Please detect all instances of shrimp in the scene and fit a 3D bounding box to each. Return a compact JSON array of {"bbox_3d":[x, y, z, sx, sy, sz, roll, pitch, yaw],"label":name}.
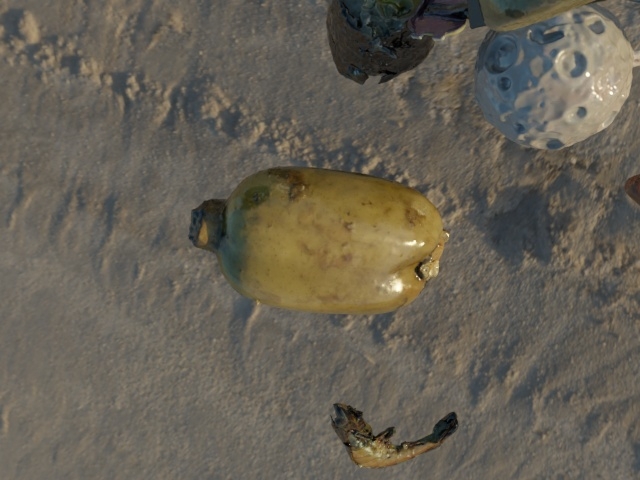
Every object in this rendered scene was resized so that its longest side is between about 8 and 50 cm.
[{"bbox_3d":[0.094,0.230,0.825,0.148,0.035,0.195,-15,139,11],"label":"shrimp"}]

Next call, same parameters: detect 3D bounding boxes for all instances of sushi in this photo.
[{"bbox_3d":[0.159,-0.574,1.711,0.299,0.294,0.281,-37,84,-10],"label":"sushi"}]

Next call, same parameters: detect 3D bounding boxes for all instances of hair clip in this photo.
[{"bbox_3d":[0.267,-0.481,1.416,0.187,0.146,0.056,12,156,45],"label":"hair clip"}]

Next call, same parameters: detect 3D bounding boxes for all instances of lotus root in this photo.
[{"bbox_3d":[0.000,0.000,0.734,0.284,0.146,0.160,8,93,-5],"label":"lotus root"}]

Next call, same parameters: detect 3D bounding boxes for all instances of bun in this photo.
[{"bbox_3d":[0.233,-0.282,0.657,0.173,0.166,0.113,-18,99,22],"label":"bun"}]

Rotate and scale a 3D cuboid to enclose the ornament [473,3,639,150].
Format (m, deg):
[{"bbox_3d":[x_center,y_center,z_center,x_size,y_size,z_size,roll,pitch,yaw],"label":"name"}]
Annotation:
[{"bbox_3d":[0.496,-0.370,1.468,0.337,0.337,0.336,9,111,24],"label":"ornament"}]

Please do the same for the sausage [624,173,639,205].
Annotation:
[{"bbox_3d":[0.815,-0.028,1.540,0.087,0.079,0.326,-34,102,32],"label":"sausage"}]

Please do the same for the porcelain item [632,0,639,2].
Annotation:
[{"bbox_3d":[0.223,-0.353,0.375,0.179,0.243,0.404,32,116,36],"label":"porcelain item"}]

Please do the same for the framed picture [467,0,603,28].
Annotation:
[{"bbox_3d":[0.300,-0.437,0.884,0.347,0.016,0.264,13,117,60],"label":"framed picture"}]
